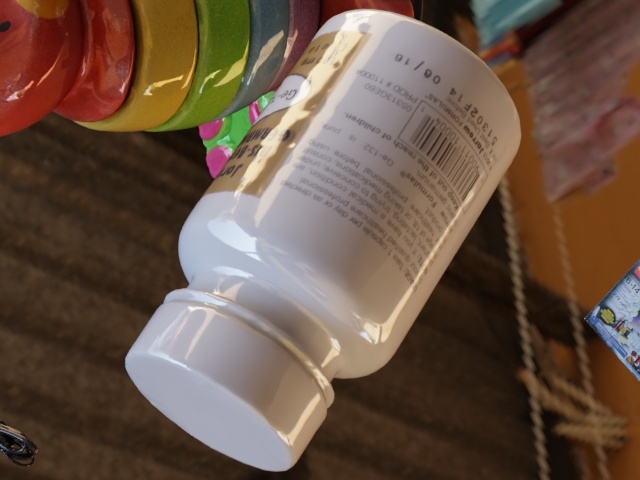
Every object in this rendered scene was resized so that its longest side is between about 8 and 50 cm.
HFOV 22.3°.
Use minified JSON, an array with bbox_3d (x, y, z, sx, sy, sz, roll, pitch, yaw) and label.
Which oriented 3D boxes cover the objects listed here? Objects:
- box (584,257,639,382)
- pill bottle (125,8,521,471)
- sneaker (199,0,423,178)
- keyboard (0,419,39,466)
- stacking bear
[{"bbox_3d":[0.291,0.084,1.328,0.027,0.094,0.137,-22,-115,-45],"label":"box"},{"bbox_3d":[0.000,0.000,0.862,0.131,0.131,0.229,43,-115,-23],"label":"pill bottle"},{"bbox_3d":[-0.019,-0.246,1.485,0.202,0.185,0.483,-17,-69,-39],"label":"sneaker"},{"bbox_3d":[-0.307,0.161,1.149,0.317,0.033,0.201,25,-142,28],"label":"keyboard"},{"bbox_3d":[-0.117,-0.136,0.953,0.289,0.164,0.175,-19,-99,-40],"label":"stacking bear"}]
